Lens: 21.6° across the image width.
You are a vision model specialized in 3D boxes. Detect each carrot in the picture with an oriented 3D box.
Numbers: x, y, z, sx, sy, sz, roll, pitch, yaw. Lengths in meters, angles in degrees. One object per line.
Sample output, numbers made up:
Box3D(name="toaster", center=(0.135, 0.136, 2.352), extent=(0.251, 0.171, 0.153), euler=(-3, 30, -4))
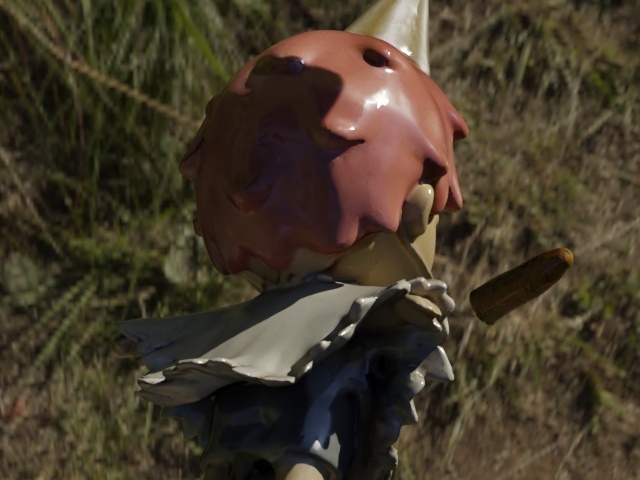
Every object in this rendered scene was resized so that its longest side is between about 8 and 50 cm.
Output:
Box3D(name="carrot", center=(0.227, 0.047, 1.868), extent=(0.048, 0.139, 0.048), euler=(24, 50, -32))

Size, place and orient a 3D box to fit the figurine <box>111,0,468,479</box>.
Box3D(name="figurine", center=(0.000, 0.000, 0.914), extent=(0.207, 0.166, 0.387), euler=(-14, 48, 37))
